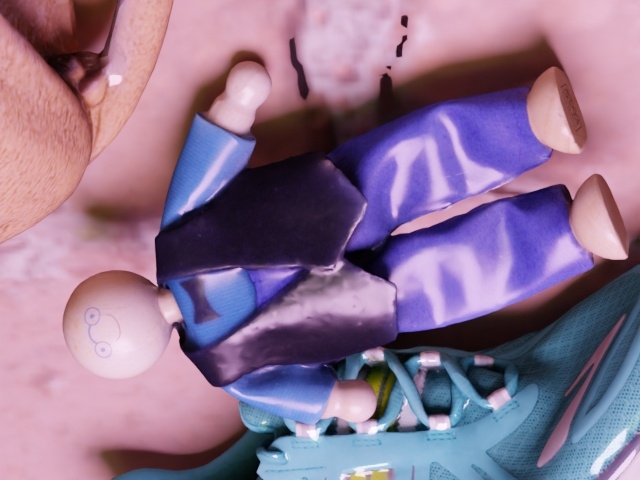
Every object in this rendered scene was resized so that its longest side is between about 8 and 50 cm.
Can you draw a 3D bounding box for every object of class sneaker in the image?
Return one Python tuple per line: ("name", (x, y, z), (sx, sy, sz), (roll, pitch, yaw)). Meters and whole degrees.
("sneaker", (0.026, 0.081, 0.713), (0.275, 0.107, 0.110), (-33, 108, 27))

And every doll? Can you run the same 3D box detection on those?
("doll", (0.000, 0.000, 0.655), (0.189, 0.046, 0.129), (-21, 100, 14))

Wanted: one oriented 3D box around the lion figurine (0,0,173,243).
("lion figurine", (-0.191, -0.037, 0.603), (0.392, 0.142, 0.240), (-2, 139, 2))
